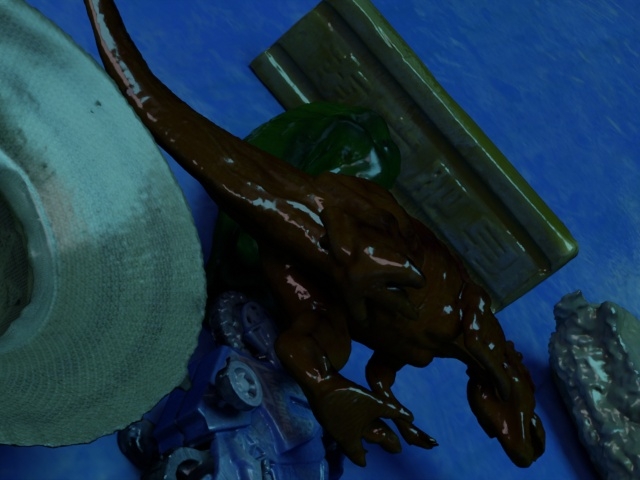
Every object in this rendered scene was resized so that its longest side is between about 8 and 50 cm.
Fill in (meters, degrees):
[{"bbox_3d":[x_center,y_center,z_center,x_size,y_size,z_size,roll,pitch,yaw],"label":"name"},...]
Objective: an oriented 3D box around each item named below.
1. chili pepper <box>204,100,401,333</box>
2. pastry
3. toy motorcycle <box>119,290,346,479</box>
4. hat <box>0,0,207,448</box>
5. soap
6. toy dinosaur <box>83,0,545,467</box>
[{"bbox_3d":[-0.017,-0.022,1.107,0.099,0.083,0.253,54,29,-13],"label":"chili pepper"},{"bbox_3d":[0.244,0.157,1.265,0.121,0.089,0.258,9,49,-57],"label":"pastry"},{"bbox_3d":[-0.035,0.110,0.924,0.114,0.076,0.205,49,27,-19],"label":"toy motorcycle"},{"bbox_3d":[-0.178,0.003,0.792,0.252,0.110,0.252,30,42,-31],"label":"hat"},{"bbox_3d":[0.068,-0.059,1.264,0.252,0.092,0.037,49,25,-2],"label":"soap"},{"bbox_3d":[0.000,0.000,0.944,0.432,0.097,0.208,46,13,-21],"label":"toy dinosaur"}]
